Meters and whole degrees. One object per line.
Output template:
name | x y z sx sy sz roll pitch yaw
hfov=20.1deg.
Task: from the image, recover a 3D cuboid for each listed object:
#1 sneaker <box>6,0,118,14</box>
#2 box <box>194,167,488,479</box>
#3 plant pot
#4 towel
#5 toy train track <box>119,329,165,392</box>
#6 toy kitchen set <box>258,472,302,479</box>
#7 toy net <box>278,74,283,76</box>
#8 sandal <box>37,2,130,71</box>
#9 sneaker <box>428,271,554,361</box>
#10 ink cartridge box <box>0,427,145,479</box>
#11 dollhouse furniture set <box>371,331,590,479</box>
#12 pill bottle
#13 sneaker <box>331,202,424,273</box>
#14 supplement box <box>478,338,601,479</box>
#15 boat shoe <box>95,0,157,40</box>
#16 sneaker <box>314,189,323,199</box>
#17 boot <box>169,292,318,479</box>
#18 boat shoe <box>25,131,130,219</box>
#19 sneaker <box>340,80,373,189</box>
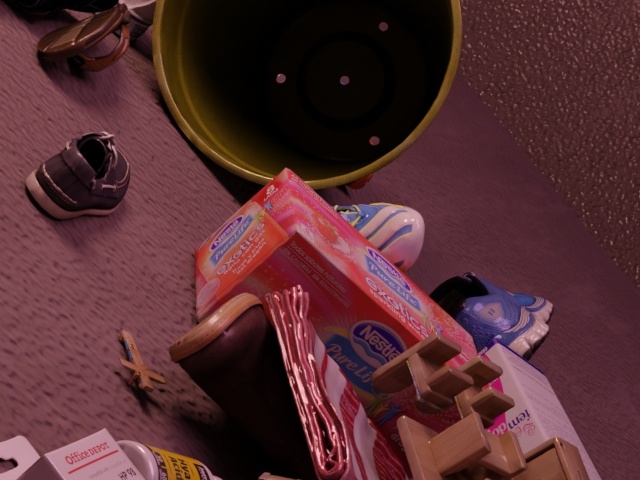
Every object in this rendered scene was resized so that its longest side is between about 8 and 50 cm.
sneaker | -0.298 -0.283 2.004 0.232 0.081 0.090 15 39 -52
box | 0.023 0.091 1.856 0.300 0.142 0.154 42 16 -22
plant pot | 0.011 -0.228 2.275 0.366 0.366 0.353 52 5 9
towel | 0.047 0.219 1.614 0.237 0.037 0.329 -108 172 -48
toy train track | -0.162 0.107 1.565 0.048 0.014 0.083 29 19 -34
toy kitchen set | -0.047 0.227 1.498 0.068 0.083 0.075 9 10 13
toy net | -0.131 -0.276 2.495 0.122 0.045 0.232 55 15 28
sandal | -0.250 -0.218 2.000 0.219 0.090 0.060 -80 149 -79
sneaker | 0.216 0.097 2.372 0.147 0.130 0.330 38 3 3
ink cartridge box | -0.159 0.198 1.267 0.180 0.060 0.104 51 16 7
dollhouse furniture set | 0.138 0.246 1.746 0.242 0.161 0.212 30 33 -46
pill bottle | -0.119 0.193 1.378 0.116 0.065 0.065 27 27 -54
sneaker | 0.000 0.000 1.965 0.126 0.240 0.091 13 75 -37
supplement box | 0.233 0.241 2.125 0.114 0.111 0.220 35 21 -41
boat shoe | -0.295 -0.428 2.192 0.367 0.156 0.136 50 15 1
sneaker | 0.009 -0.021 2.267 0.118 0.042 0.067 62 23 15
boot | -0.033 0.155 1.600 0.207 0.090 0.248 54 2 10
boat shoe | -0.214 -0.069 1.736 0.075 0.065 0.206 49 16 1
sneaker | 0.007 -0.171 2.551 0.087 0.083 0.221 24 27 -45
